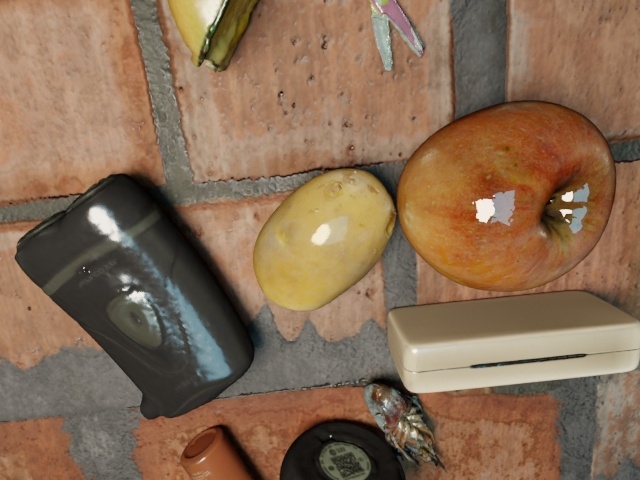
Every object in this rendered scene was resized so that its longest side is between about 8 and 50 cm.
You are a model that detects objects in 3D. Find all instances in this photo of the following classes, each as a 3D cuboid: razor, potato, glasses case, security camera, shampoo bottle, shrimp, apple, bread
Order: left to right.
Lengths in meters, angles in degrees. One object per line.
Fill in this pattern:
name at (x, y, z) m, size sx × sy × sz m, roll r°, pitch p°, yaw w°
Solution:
razor at (-0.254, 0.088, 0.606) m, size 0.204 × 0.113 × 0.349 m, roll -30°, pitch 106°, yaw 6°
bread at (-0.111, -0.339, 0.480) m, size 0.133 × 0.174 × 0.251 m, roll 35°, pitch 104°, yaw -8°
shampoo bottle at (-0.142, 0.437, 0.716) m, size 0.085 × 0.085 × 0.244 m, roll -27°, pitch 104°, yaw 4°
potato at (0.000, 0.000, 0.592) m, size 0.234 × 0.146 × 0.150 m, roll -48°, pitch 70°, yaw 9°
security camera at (0.020, 0.465, 0.680) m, size 0.197 × 0.191 × 0.277 m, roll -2°, pitch 109°, yaw -31°
shrimp at (0.153, 0.320, 0.709) m, size 0.233 × 0.079 × 0.090 m, roll 50°, pitch 59°, yaw -16°
apple at (0.226, -0.061, 0.547) m, size 0.253 × 0.253 × 0.253 m, roll -1°, pitch 105°, yaw -3°
glasses case at (0.278, 0.146, 0.634) m, size 0.336 × 0.144 × 0.076 m, roll -5°, pitch 104°, yaw 0°

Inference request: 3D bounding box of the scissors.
scissors at (0.081, -0.328, 0.563) m, size 0.133 × 0.020 × 0.187 m, roll -26°, pitch 103°, yaw -1°
